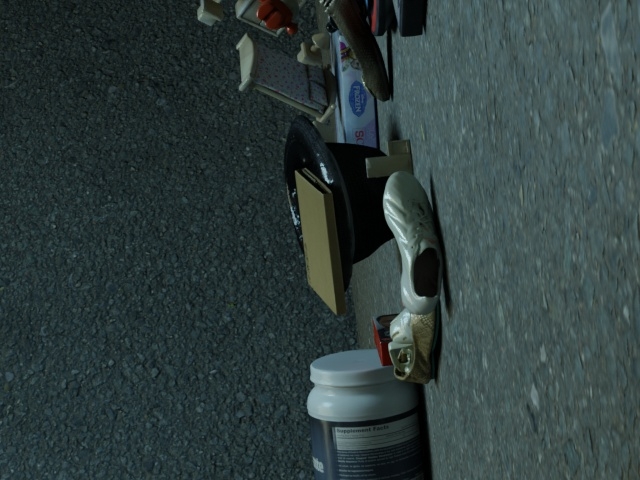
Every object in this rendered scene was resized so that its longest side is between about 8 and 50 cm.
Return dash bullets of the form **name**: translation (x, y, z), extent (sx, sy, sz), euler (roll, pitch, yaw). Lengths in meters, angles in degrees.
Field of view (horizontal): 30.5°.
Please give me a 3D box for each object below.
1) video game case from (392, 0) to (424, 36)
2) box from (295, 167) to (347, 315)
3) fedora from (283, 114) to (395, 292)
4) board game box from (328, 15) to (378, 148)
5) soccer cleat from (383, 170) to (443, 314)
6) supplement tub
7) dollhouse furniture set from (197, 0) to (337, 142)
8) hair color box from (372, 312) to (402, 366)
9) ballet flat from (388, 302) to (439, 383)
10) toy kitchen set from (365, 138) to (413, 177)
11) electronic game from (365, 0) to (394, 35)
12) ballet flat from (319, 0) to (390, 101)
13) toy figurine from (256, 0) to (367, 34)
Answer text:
- **video game case**: translation (0.095, -0.435, 1.437), extent (0.248, 0.035, 0.275), euler (87, 177, -56)
- **box**: translation (0.000, 0.000, 1.866), extent (0.164, 0.021, 0.201), euler (-135, 36, -66)
- **fedora**: translation (0.049, -0.070, 1.981), extent (0.334, 0.152, 0.334), euler (168, 90, -76)
- **board game box**: translation (0.066, -0.299, 2.393), extent (0.318, 0.066, 0.319), euler (-100, 5, -67)
- **soccer cleat**: translation (0.126, -0.002, 1.518), extent (0.076, 0.068, 0.196), euler (132, 133, -68)
- **supplement tub**: translation (0.078, 0.334, 1.984), extent (0.191, 0.191, 0.272), euler (-110, 14, -83)
- **dollhouse furniture set**: translation (-0.081, -0.395, 2.276), extent (0.174, 0.303, 0.356), euler (-46, 36, 35)
- **hair color box**: translation (0.124, 0.156, 1.872), extent (0.141, 0.072, 0.043), euler (-105, 9, -78)
- **ballet flat**: translation (0.130, 0.142, 1.661), extent (0.206, 0.067, 0.073), euler (87, 178, -49)
- **toy kitchen set**: translation (0.102, -0.105, 1.780), extent (0.075, 0.068, 0.083), euler (122, 143, -87)
- **electronic game**: translation (0.080, -0.427, 1.793), extent (0.229, 0.048, 0.229), euler (175, 90, -88)
- **ballet flat**: translation (0.057, -0.321, 1.889), extent (0.084, 0.058, 0.250), euler (-98, -15, -45)
- **toy figurine**: translation (-0.014, -0.488, 2.168), extent (0.148, 0.213, 0.210), euler (-53, -37, -69)
